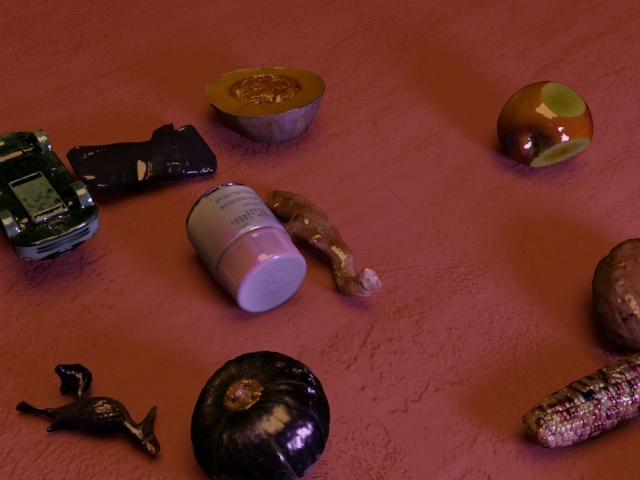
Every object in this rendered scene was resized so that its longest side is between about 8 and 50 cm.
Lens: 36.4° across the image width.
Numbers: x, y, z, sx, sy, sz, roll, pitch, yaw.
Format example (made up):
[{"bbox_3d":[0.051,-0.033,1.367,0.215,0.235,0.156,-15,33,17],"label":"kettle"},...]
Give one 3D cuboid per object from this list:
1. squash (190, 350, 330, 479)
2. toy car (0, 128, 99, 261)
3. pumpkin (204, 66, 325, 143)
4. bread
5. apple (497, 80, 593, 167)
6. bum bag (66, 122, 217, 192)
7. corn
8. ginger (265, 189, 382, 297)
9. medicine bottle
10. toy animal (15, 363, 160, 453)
[{"bbox_3d":[-0.078,0.235,1.263,0.193,0.156,0.193,-4,60,7],"label":"squash"},{"bbox_3d":[-0.449,-0.061,1.515,0.136,0.125,0.306,-25,43,-23],"label":"toy car"},{"bbox_3d":[-0.096,-0.238,1.770,0.217,0.110,0.217,-4,39,3],"label":"pumpkin"},{"bbox_3d":[0.528,0.098,1.513,0.229,0.123,0.230,3,44,-3],"label":"bread"},{"bbox_3d":[0.404,-0.205,1.776,0.163,0.146,0.147,44,47,13],"label":"apple"},{"bbox_3d":[-0.299,-0.135,1.657,0.248,0.060,0.123,-16,51,-25],"label":"bum bag"},{"bbox_3d":[0.394,0.232,1.387,0.253,0.086,0.086,-20,52,-24],"label":"corn"},{"bbox_3d":[0.000,0.000,1.562,0.089,0.075,0.288,3,35,-40],"label":"ginger"},{"bbox_3d":[-0.114,0.012,1.489,0.135,0.135,0.168,-19,51,-25],"label":"medicine bottle"},{"bbox_3d":[-0.298,0.232,1.304,0.202,0.070,0.105,25,60,12],"label":"toy animal"}]
